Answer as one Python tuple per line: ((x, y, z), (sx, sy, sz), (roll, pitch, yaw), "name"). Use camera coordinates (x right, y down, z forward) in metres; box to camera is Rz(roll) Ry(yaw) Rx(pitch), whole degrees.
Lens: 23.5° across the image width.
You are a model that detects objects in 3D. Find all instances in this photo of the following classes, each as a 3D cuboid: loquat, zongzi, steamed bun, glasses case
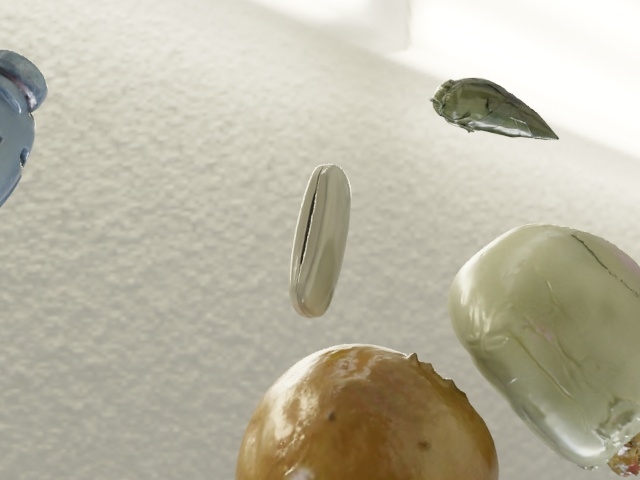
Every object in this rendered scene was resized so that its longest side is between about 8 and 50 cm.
((0.055, 0.287, 1.880), (0.328, 0.328, 0.328), (7, -99, -53), "loquat")
((0.185, -0.134, 1.633), (0.109, 0.119, 0.055), (-11, -53, -58), "zongzi")
((0.329, 0.111, 1.993), (0.312, 0.233, 0.334), (48, -168, -6), "steamed bun")
((0.000, 0.000, 1.970), (0.081, 0.051, 0.204), (48, -131, -56), "glasses case")

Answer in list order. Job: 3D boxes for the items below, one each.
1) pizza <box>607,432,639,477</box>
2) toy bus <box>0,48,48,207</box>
((0.405, 0.271, 2.502), (0.074, 0.251, 0.287), (-44, -58, -35), "pizza")
((-0.428, -0.130, 1.467), (0.294, 0.232, 0.197), (48, -126, -27), "toy bus")
